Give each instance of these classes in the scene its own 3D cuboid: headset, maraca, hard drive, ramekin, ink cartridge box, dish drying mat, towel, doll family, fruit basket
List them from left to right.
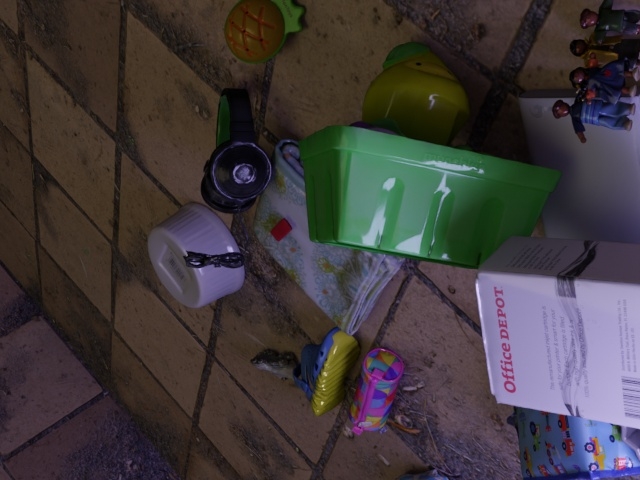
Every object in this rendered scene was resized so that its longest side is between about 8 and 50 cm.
[{"bbox_3d":[-0.344,0.049,2.330,0.277,0.135,0.277,33,139,34],"label":"ramekin"},{"bbox_3d":[-0.212,-0.135,1.865,0.243,0.185,0.393,143,124,-72],"label":"headset"},{"bbox_3d":[-0.112,-0.423,1.688,0.186,0.099,0.127,-27,97,31],"label":"maraca"},{"bbox_3d":[-0.086,-0.023,1.900,0.032,0.008,0.083,55,148,3],"label":"dish drying mat"},{"bbox_3d":[0.000,0.000,1.887,0.374,0.090,0.320,47,144,17],"label":"towel"},{"bbox_3d":[0.161,-0.151,1.360,0.392,0.392,0.283,63,166,-8],"label":"fruit basket"},{"bbox_3d":[0.421,-0.080,1.321,0.203,0.040,0.307,10,125,49],"label":"hard drive"},{"bbox_3d":[0.381,-0.232,1.181,0.111,0.076,0.192,12,84,26],"label":"doll family"},{"bbox_3d":[0.388,0.123,1.180,0.308,0.129,0.223,5,117,36],"label":"ink cartridge box"}]

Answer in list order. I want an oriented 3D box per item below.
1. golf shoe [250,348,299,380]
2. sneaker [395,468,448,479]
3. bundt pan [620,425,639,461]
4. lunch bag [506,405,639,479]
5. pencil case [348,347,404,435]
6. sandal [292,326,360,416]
[{"bbox_3d":[-0.125,0.348,2.355,0.176,0.069,0.086,1,123,53],"label":"golf shoe"},{"bbox_3d":[0.248,0.592,2.052,0.087,0.092,0.229,57,166,-2],"label":"sneaker"},{"bbox_3d":[0.600,0.238,1.253,0.331,0.124,0.330,27,132,35],"label":"bundt pan"},{"bbox_3d":[0.410,0.303,1.494,0.293,0.138,0.220,143,126,-62],"label":"lunch bag"},{"bbox_3d":[0.127,0.352,1.998,0.104,0.104,0.236,39,141,27],"label":"pencil case"},{"bbox_3d":[0.000,0.305,2.108,0.138,0.126,0.317,47,144,24],"label":"sandal"}]
